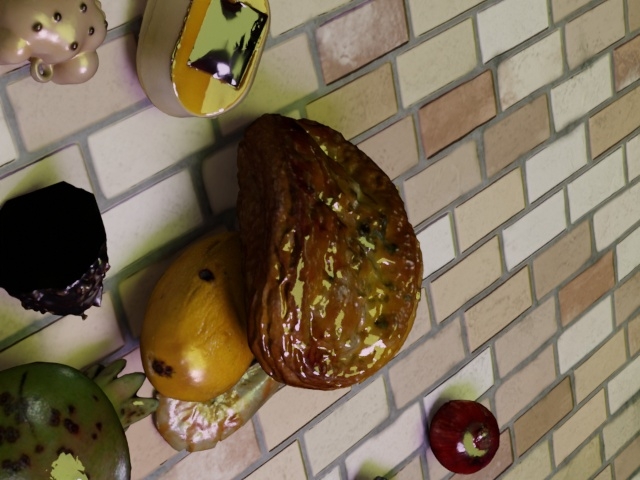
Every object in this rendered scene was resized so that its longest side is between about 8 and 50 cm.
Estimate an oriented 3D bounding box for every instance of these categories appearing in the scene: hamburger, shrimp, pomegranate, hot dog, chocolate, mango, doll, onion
[{"bbox_3d":[-0.146,-0.253,1.476,0.173,0.116,0.210,13,97,-38],"label":"hamburger"},{"bbox_3d":[-0.114,0.184,1.677,0.294,0.062,0.154,-36,120,-30],"label":"shrimp"},{"bbox_3d":[-0.315,0.229,1.386,0.242,0.242,0.306,63,39,-36],"label":"pomegranate"},{"bbox_3d":[0.000,0.000,1.545,0.267,0.174,0.388,21,53,-41],"label":"hot dog"},{"bbox_3d":[-0.311,0.034,1.401,0.156,0.156,0.133,-50,156,-22],"label":"chocolate"},{"bbox_3d":[-0.143,0.093,1.565,0.177,0.120,0.295,64,33,-26],"label":"mango"},{"bbox_3d":[-0.286,-0.309,1.322,0.154,0.119,0.278,32,70,-46],"label":"doll"},{"bbox_3d":[0.250,0.338,2.047,0.131,0.131,0.131,-16,113,-41],"label":"onion"}]

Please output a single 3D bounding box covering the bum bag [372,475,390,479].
[{"bbox_3d":[0.034,0.505,1.916,0.310,0.074,0.137,-46,131,-22],"label":"bum bag"}]
